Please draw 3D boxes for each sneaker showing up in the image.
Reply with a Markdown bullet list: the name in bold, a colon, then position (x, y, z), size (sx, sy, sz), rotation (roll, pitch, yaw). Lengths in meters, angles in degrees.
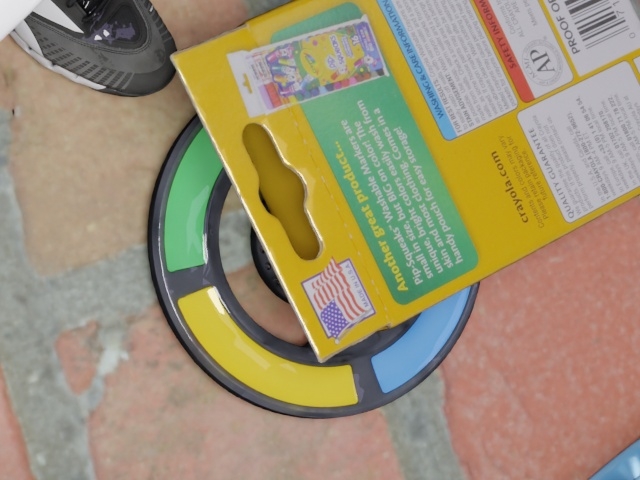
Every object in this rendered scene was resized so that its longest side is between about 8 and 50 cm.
- **sneaker**: position (-0.172, -0.176, 1.139), size (0.234, 0.106, 0.078), rotation (46, 73, -12)

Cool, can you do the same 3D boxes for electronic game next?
- **electronic game**: position (0.000, 0.000, 1.221), size (0.229, 0.048, 0.229), rotation (2, 85, -20)

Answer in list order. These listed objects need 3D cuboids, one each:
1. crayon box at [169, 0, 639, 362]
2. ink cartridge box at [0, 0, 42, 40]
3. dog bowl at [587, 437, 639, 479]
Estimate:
- **crayon box**: position (0.066, -0.074, 1.194), size (0.323, 0.083, 0.203), rotation (-26, 91, -29)
- **ink cartridge box**: position (-0.306, -0.071, 0.819), size (0.385, 0.279, 0.160), rotation (-44, 115, -1)
- **dog bowl**: position (0.177, 0.208, 1.218), size (0.297, 0.166, 0.074), rotation (-36, 87, -19)
